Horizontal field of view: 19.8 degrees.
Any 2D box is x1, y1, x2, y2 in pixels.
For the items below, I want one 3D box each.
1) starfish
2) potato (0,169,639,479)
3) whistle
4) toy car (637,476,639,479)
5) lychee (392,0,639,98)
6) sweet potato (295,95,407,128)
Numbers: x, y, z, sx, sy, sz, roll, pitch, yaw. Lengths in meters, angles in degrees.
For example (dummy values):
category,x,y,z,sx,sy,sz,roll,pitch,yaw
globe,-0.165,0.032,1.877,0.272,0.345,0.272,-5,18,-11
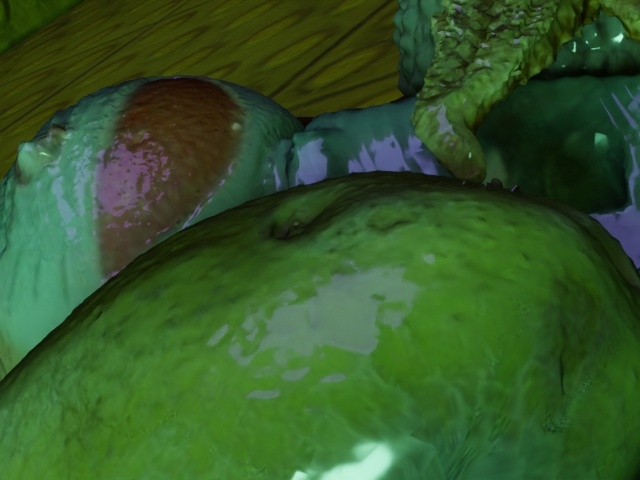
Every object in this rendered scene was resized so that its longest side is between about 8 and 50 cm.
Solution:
category,x,y,z,sx,sy,sz,roll,pitch,yaw
starfish,0.124,-0.114,0.689,0.299,0.060,0.302,4,44,9
potato,-0.016,0.067,0.560,0.251,0.159,0.174,-32,-16,18
whistle,0.000,0.000,0.709,0.348,0.189,0.189,-17,18,22
toy car,0.126,0.067,0.475,0.103,0.063,0.216,-14,21,46
lychee,0.113,-0.088,0.812,0.165,0.165,0.197,-20,55,29
sweet potato,-0.021,-0.006,0.897,0.359,0.112,0.112,-25,13,-21
